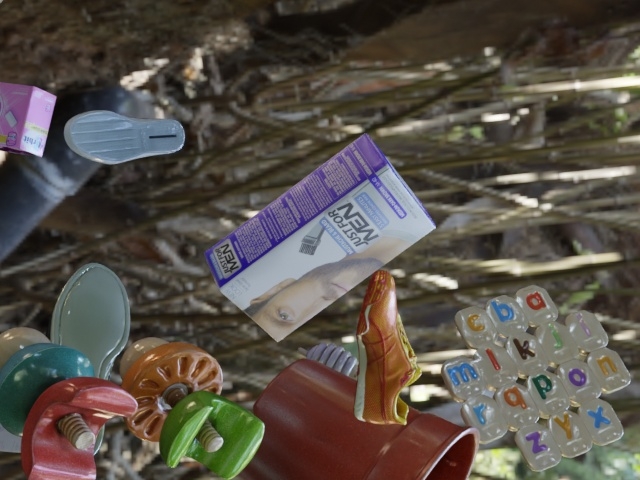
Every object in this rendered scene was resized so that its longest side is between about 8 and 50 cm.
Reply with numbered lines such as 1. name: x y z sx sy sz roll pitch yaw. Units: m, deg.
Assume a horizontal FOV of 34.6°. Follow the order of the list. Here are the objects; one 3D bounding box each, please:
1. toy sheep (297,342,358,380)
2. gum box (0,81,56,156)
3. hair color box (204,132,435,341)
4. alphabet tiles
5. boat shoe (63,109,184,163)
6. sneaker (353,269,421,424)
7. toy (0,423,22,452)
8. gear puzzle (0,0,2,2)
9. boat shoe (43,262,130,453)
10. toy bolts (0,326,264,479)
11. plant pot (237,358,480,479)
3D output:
1. toy sheep: 0.016 0.226 1.823 0.091 0.132 0.091 24 90 -82
2. gum box: -0.549 -0.209 1.734 0.062 0.188 0.107 23 78 -64
3. hair color box: 0.000 0.000 1.708 0.185 0.339 0.110 47 11 -43
4. alphabet tiles: 0.336 0.210 1.601 0.021 0.284 0.278 105 -37 -60
5. boat shoe: -0.323 -0.160 1.639 0.226 0.076 0.083 0 89 -49
6. sneaker: 0.068 0.106 1.023 0.064 0.067 0.175 -72 163 -58
7. toy: -0.540 0.309 1.592 0.137 0.237 0.056 -120 -145 -74
8. gear puzzle: -0.549 -0.422 1.743 0.044 0.175 0.339 49 37 -3
9. boat shoe: -0.365 0.186 1.504 0.127 0.113 0.340 28 42 -34
10. toy bolts: -0.206 0.170 0.917 0.158 0.218 0.228 36 2 43
11. plant pot: 0.039 0.313 1.439 0.272 0.265 0.272 -43 150 -33
